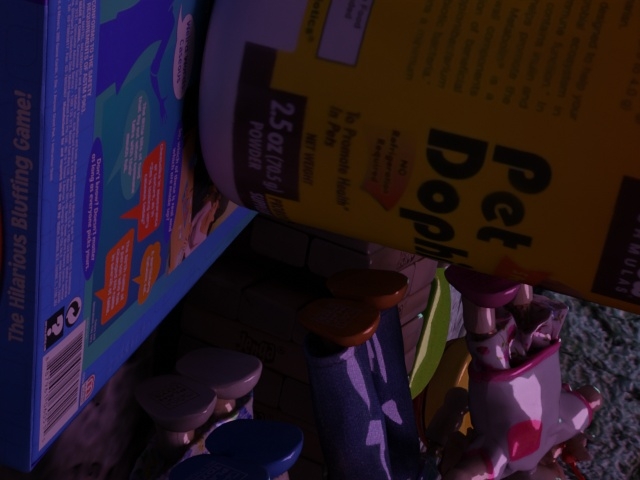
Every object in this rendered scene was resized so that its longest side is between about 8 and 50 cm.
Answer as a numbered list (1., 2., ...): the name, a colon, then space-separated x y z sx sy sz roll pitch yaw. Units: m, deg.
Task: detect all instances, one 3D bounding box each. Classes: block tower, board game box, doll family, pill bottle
1. block tower: 0.000 0.000 0.596 0.097 0.091 0.335 -26 131 -60
2. board game box: -0.059 -0.051 0.416 0.210 0.047 0.160 -52 154 -59
3. doll family: 0.006 0.106 0.515 0.263 0.118 0.163 -30 121 -43
4. pill bottle: 0.078 -0.042 0.411 0.117 0.215 0.117 15 90 -78

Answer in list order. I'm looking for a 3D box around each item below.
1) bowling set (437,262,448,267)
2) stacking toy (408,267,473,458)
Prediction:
1. bowling set: 0.135 -0.110 0.827 0.200 0.287 0.154 51 56 -22
2. stacking toy: 0.072 0.019 1.065 0.279 0.130 0.308 27 75 -51
